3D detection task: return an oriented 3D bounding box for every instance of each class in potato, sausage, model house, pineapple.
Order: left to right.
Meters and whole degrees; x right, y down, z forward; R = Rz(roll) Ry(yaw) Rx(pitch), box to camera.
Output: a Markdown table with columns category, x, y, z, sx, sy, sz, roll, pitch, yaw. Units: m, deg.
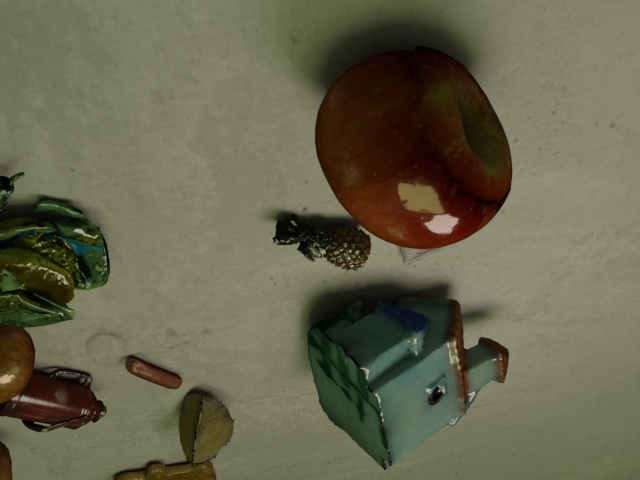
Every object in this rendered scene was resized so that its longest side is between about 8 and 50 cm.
| category | x | y | z | sx | sy | sz | roll | pitch | yaw |
| --- | --- | --- | --- | --- | --- | --- | --- | --- | --- |
| sausage | -0.313 | 0.252 | 2.069 | 0.030 | 0.035 | 0.147 | 8 | 162 | 38 |
| potato | -0.239 | 0.360 | 2.243 | 0.101 | 0.089 | 0.172 | -13 | 122 | -36 |
| pineapple | 0.000 | 0.000 | 1.728 | 0.159 | 0.074 | 0.074 | 13 | 142 | -26 |
| model house | 0.176 | 0.210 | 2.014 | 0.329 | 0.252 | 0.294 | -26 | 128 | -18 |

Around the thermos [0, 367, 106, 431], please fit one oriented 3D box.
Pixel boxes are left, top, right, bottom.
| category | x | y | z | sx | sy | sz | roll | pitch | yaw |
| --- | --- | --- | --- | --- | --- | --- | --- | --- | --- |
| thermos | -0.492 | 0.292 | 2.027 | 0.232 | 0.099 | 0.124 | 21 | 98 | -43 |

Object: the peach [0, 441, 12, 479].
| category | x | y | z | sx | sy | sz | roll | pitch | yaw |
| --- | --- | --- | --- | --- | --- | --- | --- | --- | --- |
| peach | -0.724 | 0.484 | 2.179 | 0.236 | 0.214 | 0.214 | -26 | 150 | -9 |

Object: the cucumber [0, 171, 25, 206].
| category | x | y | z | sx | sy | sz | roll | pitch | yaw |
| --- | --- | --- | --- | --- | --- | --- | --- | --- | --- |
| cucumber | -0.507 | -0.042 | 1.516 | 0.250 | 0.056 | 0.056 | -19 | 148 | 18 |

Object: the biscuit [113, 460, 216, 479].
| category | x | y | z | sx | sy | sz | roll | pitch | yaw |
| --- | --- | --- | --- | --- | --- | --- | --- | --- | --- |
| biscuit | -0.360 | 0.543 | 2.524 | 0.235 | 0.030 | 0.153 | -7 | 147 | -5 |

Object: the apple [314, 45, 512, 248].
| category | x | y | z | sx | sy | sz | roll | pitch | yaw |
| --- | --- | --- | --- | --- | --- | --- | --- | --- | --- |
| apple | 0.118 | -0.110 | 1.412 | 0.206 | 0.251 | 0.272 | -24 | 159 | 30 |

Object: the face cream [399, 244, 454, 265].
| category | x | y | z | sx | sy | sz | roll | pitch | yaw |
| --- | --- | --- | --- | --- | --- | --- | --- | --- | --- |
| face cream | 0.150 | -0.021 | 1.754 | 0.092 | 0.058 | 0.243 | -21 | 153 | 9 |

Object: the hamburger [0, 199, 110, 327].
| category | x | y | z | sx | sy | sz | roll | pitch | yaw |
| --- | --- | --- | --- | --- | --- | --- | --- | --- | --- |
| hamburger | -0.444 | 0.064 | 1.616 | 0.276 | 0.150 | 0.260 | -14 | 150 | 4 |

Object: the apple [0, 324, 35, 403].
| category | x | y | z | sx | sy | sz | roll | pitch | yaw |
| --- | --- | --- | --- | --- | --- | --- | --- | --- | --- |
| apple | -0.546 | 0.199 | 1.800 | 0.146 | 0.146 | 0.131 | -30 | 147 | 29 |
